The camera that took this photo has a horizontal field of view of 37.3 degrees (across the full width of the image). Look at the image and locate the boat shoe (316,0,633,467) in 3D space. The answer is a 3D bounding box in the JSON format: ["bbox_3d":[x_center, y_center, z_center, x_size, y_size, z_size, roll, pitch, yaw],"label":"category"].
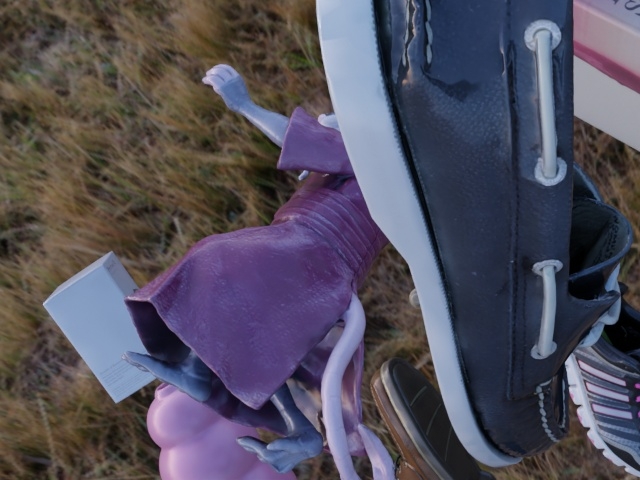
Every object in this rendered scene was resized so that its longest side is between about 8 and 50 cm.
[{"bbox_3d":[0.087,0.004,0.407,0.091,0.302,0.114,-9,50,18],"label":"boat shoe"}]

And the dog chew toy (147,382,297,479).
[{"bbox_3d":[-0.174,0.379,1.598,0.207,0.206,0.331,-29,99,4],"label":"dog chew toy"}]

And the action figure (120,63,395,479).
[{"bbox_3d":[0.000,0.000,0.855,0.276,0.248,0.370,17,62,37],"label":"action figure"}]

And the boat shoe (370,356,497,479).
[{"bbox_3d":[0.141,0.299,1.230,0.104,0.111,0.307,-31,94,31],"label":"boat shoe"}]

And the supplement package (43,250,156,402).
[{"bbox_3d":[-0.299,0.123,1.375,0.105,0.105,0.179,-33,101,3],"label":"supplement package"}]

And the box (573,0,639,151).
[{"bbox_3d":[0.267,-0.174,0.756,0.232,0.126,0.148,34,68,22],"label":"box"}]

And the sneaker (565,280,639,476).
[{"bbox_3d":[0.224,0.098,0.687,0.063,0.075,0.170,-33,94,-40],"label":"sneaker"}]

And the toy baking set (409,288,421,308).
[{"bbox_3d":[0.223,0.110,1.362,0.197,0.256,0.030,21,93,8],"label":"toy baking set"}]
